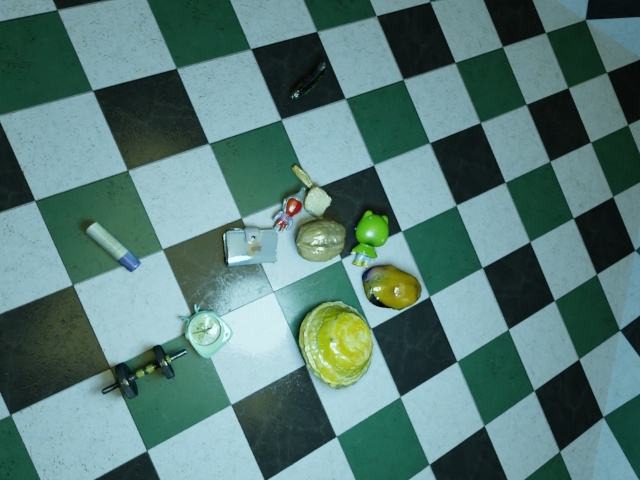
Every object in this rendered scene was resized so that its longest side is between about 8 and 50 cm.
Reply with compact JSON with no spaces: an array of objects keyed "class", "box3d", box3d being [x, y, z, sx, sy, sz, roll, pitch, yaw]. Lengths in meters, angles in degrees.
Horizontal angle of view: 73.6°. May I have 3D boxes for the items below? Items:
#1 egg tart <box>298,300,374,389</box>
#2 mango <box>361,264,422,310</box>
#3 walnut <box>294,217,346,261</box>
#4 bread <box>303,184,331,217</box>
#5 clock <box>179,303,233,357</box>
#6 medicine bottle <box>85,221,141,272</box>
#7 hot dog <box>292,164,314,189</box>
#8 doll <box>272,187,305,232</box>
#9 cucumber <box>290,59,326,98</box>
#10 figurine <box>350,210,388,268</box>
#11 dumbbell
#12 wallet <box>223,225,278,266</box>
[{"class":"egg tart","box3d":[0.095,0.440,1.840,0.387,0.169,0.388,15,62,-29]},{"class":"mango","box3d":[0.329,0.219,1.981,0.287,0.152,0.202,19,93,-16]},{"class":"walnut","box3d":[0.000,0.000,1.886,0.244,0.198,0.198,-8,86,-28]},{"class":"bread","box3d":[-0.020,-0.177,1.973,0.126,0.044,0.129,36,75,-23]},{"class":"clock","box3d":[-0.475,0.361,1.755,0.159,0.066,0.211,-40,96,-18]},{"class":"medicine bottle","box3d":[-0.814,0.028,1.686,0.231,0.059,0.059,45,73,-9]},{"class":"hot dog","box3d":[-0.075,-0.291,1.975,0.044,0.028,0.137,-43,96,9]},{"class":"doll","box3d":[-0.132,-0.141,1.916,0.102,0.075,0.228,32,85,-27]},{"class":"cucumber","box3d":[-0.053,-0.745,2.018,0.067,0.067,0.245,40,76,-10]},{"class":"figurine","box3d":[0.227,-0.001,1.990,0.162,0.143,0.264,18,90,-9]},{"class":"dumbbell","box3d":[-0.669,0.499,1.636,0.325,0.143,0.143,-25,92,-19]},{"class":"wallet","box3d":[-0.300,0.024,1.850,0.230,0.069,0.170,-2,89,-24]}]
